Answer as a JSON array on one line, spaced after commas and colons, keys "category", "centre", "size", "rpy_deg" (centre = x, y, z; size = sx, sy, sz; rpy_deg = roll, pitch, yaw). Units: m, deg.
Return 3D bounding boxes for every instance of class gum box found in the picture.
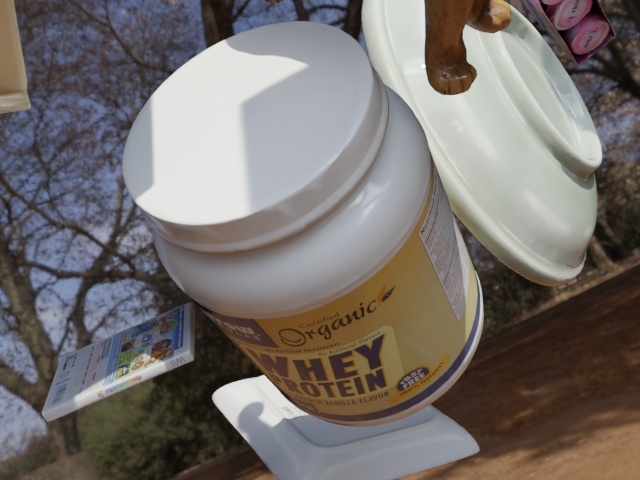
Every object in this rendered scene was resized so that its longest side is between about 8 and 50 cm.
[{"category": "gum box", "centre": [0.291, -0.312, 0.911], "size": [0.062, 0.107, 0.188], "rpy_deg": [-39, -33, 19]}]

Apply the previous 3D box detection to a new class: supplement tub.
[{"category": "supplement tub", "centre": [0.000, 0.000, 0.623], "size": [0.228, 0.228, 0.316], "rpy_deg": [-27, -42, 5]}]

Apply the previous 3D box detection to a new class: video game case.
[{"category": "video game case", "centre": [-0.159, 0.096, 0.591], "size": [0.122, 0.011, 0.087], "rpy_deg": [-23, 22, 0]}]

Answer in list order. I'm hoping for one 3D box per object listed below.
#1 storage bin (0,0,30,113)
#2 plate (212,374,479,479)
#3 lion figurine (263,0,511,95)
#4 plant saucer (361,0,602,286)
[{"category": "storage bin", "centre": [-0.316, -0.188, 0.395], "size": [0.261, 0.262, 0.123], "rpy_deg": [-13, -28, -21]}, {"category": "plate", "centre": [0.028, 0.233, 0.998], "size": [0.278, 0.045, 0.277], "rpy_deg": [-6, 20, -30]}, {"category": "lion figurine", "centre": [0.038, -0.251, 0.460], "size": [0.142, 0.392, 0.240], "rpy_deg": [-51, -23, -27]}, {"category": "plant saucer", "centre": [0.211, -0.148, 0.808], "size": [0.101, 0.400, 0.400], "rpy_deg": [-32, -17, 33]}]
